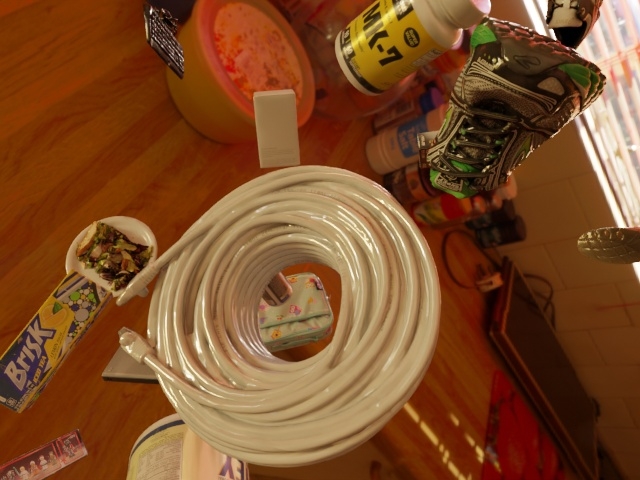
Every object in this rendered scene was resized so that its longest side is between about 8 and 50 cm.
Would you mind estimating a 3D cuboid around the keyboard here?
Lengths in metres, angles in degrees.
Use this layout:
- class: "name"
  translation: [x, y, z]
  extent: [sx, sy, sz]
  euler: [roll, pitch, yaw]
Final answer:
- class: "keyboard"
  translation: [-0.275, -0.374, 0.854]
  extent: [0.192, 0.038, 0.100]
  euler: [-124, -153, -87]

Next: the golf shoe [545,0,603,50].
- class: "golf shoe"
  translation: [0.360, -0.357, 0.656]
  extent: [0.198, 0.077, 0.094]
  euler: [42, 68, -46]

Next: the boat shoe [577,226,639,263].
- class: "boat shoe"
  translation: [0.546, 0.008, 0.799]
  extent: [0.060, 0.177, 0.064]
  euler: [1, 86, -56]

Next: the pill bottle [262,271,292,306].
- class: "pill bottle"
  translation: [-0.130, 0.095, 1.136]
  extent: [0.137, 0.078, 0.078]
  euler: [60, 39, -41]

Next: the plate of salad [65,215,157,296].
- class: "plate of salad"
  translation: [-0.464, 0.030, 1.022]
  extent: [0.048, 0.199, 0.200]
  euler: [93, 5, -64]

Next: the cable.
- class: "cable"
  translation: [-0.025, 0.059, 0.408]
  extent: [0.257, 0.257, 0.089]
  euler: [-46, 151, -6]

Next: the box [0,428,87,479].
- class: "box"
  translation: [-0.272, 0.202, 0.364]
  extent: [0.027, 0.094, 0.137]
  euler: [63, 21, 9]

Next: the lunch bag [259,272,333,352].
- class: "lunch bag"
  translation: [-0.099, 0.228, 1.452]
  extent: [0.279, 0.108, 0.224]
  euler: [-13, 52, -11]

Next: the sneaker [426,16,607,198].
- class: "sneaker"
  translation: [0.197, -0.118, 0.525]
  extent: [0.146, 0.134, 0.343]
  euler: [-57, 166, 2]

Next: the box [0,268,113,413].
- class: "box"
  translation: [-0.338, 0.123, 0.581]
  extent: [0.059, 0.054, 0.169]
  euler: [34, 67, -10]

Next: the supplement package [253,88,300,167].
- class: "supplement package"
  translation: [-0.112, -0.289, 1.193]
  extent: [0.105, 0.105, 0.179]
  euler: [-105, -170, -65]

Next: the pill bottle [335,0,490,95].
- class: "pill bottle"
  translation: [0.132, -0.317, 0.688]
  extent: [0.119, 0.208, 0.119]
  euler: [19, 61, -38]

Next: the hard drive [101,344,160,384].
- class: "hard drive"
  translation: [-0.342, 0.238, 0.910]
  extent: [0.094, 0.135, 0.022]
  euler: [-77, 165, -55]

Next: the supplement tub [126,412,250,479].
- class: "supplement tub"
  translation: [-0.239, 0.506, 0.840]
  extent: [0.235, 0.235, 0.325]
  euler: [47, 5, -28]

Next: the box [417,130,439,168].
- class: "box"
  translation: [0.422, -0.308, 1.560]
  extent: [0.231, 0.183, 0.056]
  euler: [29, 57, -76]
